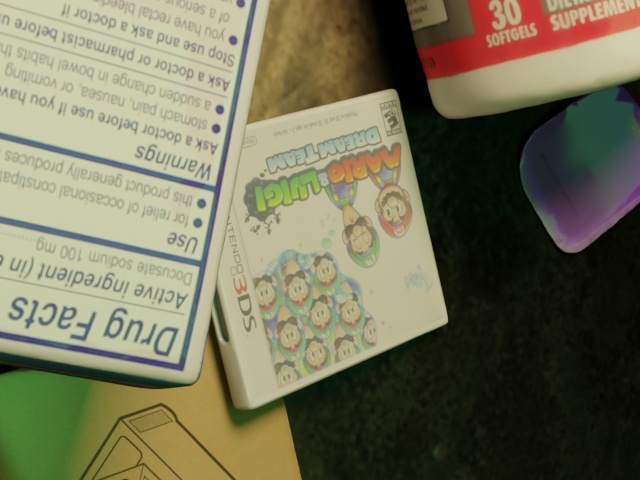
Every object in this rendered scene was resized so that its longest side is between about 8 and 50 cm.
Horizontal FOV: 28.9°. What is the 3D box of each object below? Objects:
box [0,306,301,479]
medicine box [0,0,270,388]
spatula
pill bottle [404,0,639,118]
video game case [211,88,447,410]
[{"bbox_3d":[-0.084,0.146,0.644,0.164,0.021,0.201,-16,98,-29],"label":"box"},{"bbox_3d":[-0.169,-0.102,0.513,0.263,0.149,0.289,14,83,-25],"label":"medicine box"},{"bbox_3d":[0.243,-0.110,0.831,0.296,0.030,0.084,-42,107,-24],"label":"spatula"},{"bbox_3d":[0.107,-0.239,0.671,0.176,0.176,0.318,-21,99,-29],"label":"pill bottle"},{"bbox_3d":[0.000,0.000,0.680,0.157,0.019,0.143,-19,99,-41],"label":"video game case"}]
